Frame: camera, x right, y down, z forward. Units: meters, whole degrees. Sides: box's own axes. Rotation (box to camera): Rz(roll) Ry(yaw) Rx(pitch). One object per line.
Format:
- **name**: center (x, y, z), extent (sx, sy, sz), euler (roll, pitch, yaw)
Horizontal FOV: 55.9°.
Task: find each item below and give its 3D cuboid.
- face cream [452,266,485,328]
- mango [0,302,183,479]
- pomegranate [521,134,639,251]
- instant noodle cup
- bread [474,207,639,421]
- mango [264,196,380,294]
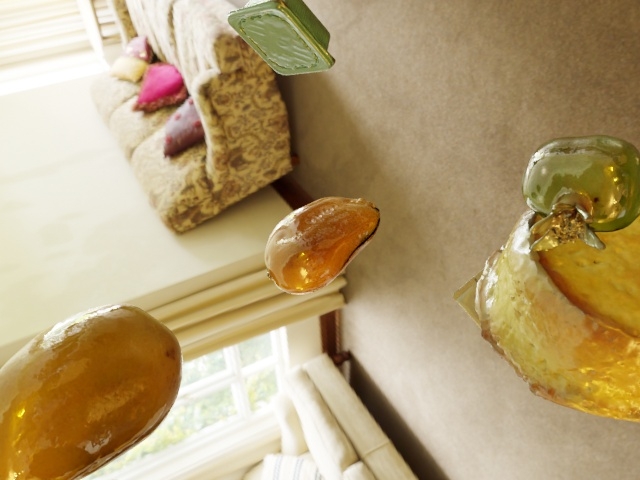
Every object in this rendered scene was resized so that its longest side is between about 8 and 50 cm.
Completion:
- **face cream**: center (0.376, 0.158, 1.189), extent (0.224, 0.114, 0.070), euler (51, -172, 16)
- **mango**: center (-0.455, 0.300, 1.171), extent (0.232, 0.446, 0.300), euler (-5, 110, 32)
- **pomegranate**: center (0.332, -0.054, 0.770), extent (0.152, 0.191, 0.131), euler (1, 128, 29)
- **instant noodle cup**: center (-0.066, -0.390, 1.121), extent (0.157, 0.070, 0.179), euler (6, 159, 42)
- **bread**: center (0.443, 0.087, 0.922), extent (0.398, 0.398, 0.215), euler (53, 153, 38)
- **mango**: center (-0.001, 0.003, 0.769), extent (0.105, 0.159, 0.084), euler (42, 151, 32)
